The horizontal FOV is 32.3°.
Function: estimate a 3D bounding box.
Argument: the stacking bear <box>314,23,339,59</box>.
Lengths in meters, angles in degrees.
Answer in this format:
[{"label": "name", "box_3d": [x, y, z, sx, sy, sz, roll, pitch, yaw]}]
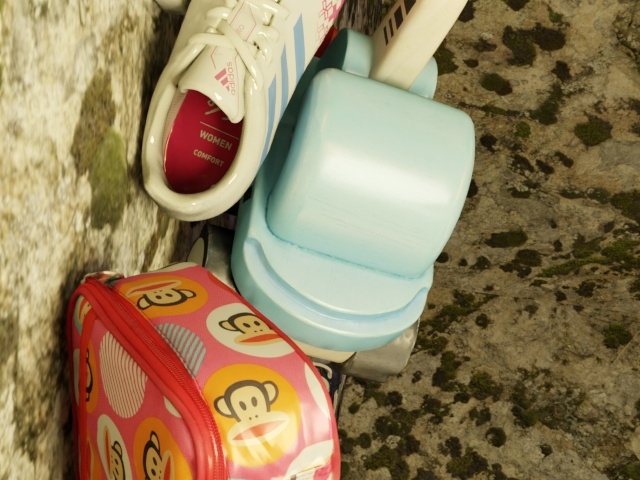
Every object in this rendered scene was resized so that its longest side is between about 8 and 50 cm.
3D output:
[{"label": "stacking bear", "box_3d": [-0.025, -0.180, 1.256, 0.289, 0.175, 0.164, 76, 23, -54]}]

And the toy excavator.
[{"label": "toy excavator", "box_3d": [0.061, -0.136, 1.006, 0.445, 0.222, 0.433, 132, -30, -52]}]

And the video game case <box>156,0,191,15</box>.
[{"label": "video game case", "box_3d": [-0.114, -0.307, 0.829, 0.206, 0.026, 0.227, 39, 59, -83]}]

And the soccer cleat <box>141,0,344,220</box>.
[{"label": "soccer cleat", "box_3d": [-0.055, -0.166, 0.889, 0.143, 0.116, 0.331, -60, 170, -82]}]

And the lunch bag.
[{"label": "lunch bag", "box_3d": [-0.100, 0.166, 0.782, 0.258, 0.120, 0.293, 38, -48, 48]}]

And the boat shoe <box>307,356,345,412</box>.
[{"label": "boat shoe", "box_3d": [-0.013, 0.263, 1.972, 0.158, 0.127, 0.340, -91, -173, -78]}]
